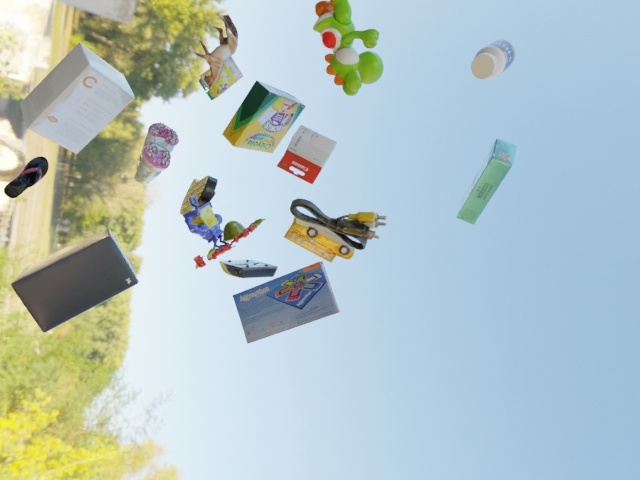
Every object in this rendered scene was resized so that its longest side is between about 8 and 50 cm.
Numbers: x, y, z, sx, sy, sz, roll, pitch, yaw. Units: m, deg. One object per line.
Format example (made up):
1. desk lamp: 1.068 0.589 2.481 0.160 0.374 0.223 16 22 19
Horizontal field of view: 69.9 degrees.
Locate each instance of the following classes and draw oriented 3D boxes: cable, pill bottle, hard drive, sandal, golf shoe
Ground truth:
1. cable: 0.050 -0.055 1.374 0.139 0.287 0.072 102 7 -49
2. pill bottle: 0.604 -0.633 1.615 0.112 0.187 0.112 23 -47 27
3. hard drive: -0.301 0.115 1.884 0.255 0.172 0.054 7 -84 57
4. sandal: -0.482 -0.164 1.862 0.446 0.107 0.167 9 -106 64
5. sandal: -0.993 -0.213 1.563 0.040 0.067 0.179 13 -121 35
6. golf shoe: -0.589 -0.312 1.620 0.140 0.115 0.306 -44 -152 26

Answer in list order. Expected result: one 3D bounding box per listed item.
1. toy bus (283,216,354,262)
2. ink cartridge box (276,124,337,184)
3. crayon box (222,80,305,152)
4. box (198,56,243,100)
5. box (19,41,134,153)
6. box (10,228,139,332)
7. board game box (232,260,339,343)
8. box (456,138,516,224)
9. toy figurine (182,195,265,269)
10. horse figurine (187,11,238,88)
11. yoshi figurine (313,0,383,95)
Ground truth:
1. toy bus: 0.000 0.000 2.222 0.130 0.333 0.108 -56 -169 26
2. ink cartridge box: -0.059 -0.386 2.038 0.232 0.189 0.066 -60 175 -30
3. crayon box: -0.275 -0.601 2.287 0.106 0.363 0.313 44 -69 16
4. box: -0.416 -0.670 1.890 0.179 0.105 0.043 -46 -139 -18
5. box: -0.941 -0.544 1.779 0.345 0.215 0.168 -39 -119 9
6. box: -0.766 0.109 1.460 0.294 0.296 0.182 13 -50 63
7. board game box: -0.099 0.171 1.250 0.281 0.027 0.145 -22 -98 18
8. box: 0.477 -0.166 1.329 0.244 0.060 0.100 105 11 -50
9. toy figurine: -0.363 -0.078 1.598 0.191 0.217 0.362 -29 -169 22
10. horse figurine: -0.387 -0.730 1.727 0.066 0.174 0.263 20 -109 45
11. yoshi figurine: 0.113 -0.681 1.588 0.203 0.204 0.361 -15 -95 21
